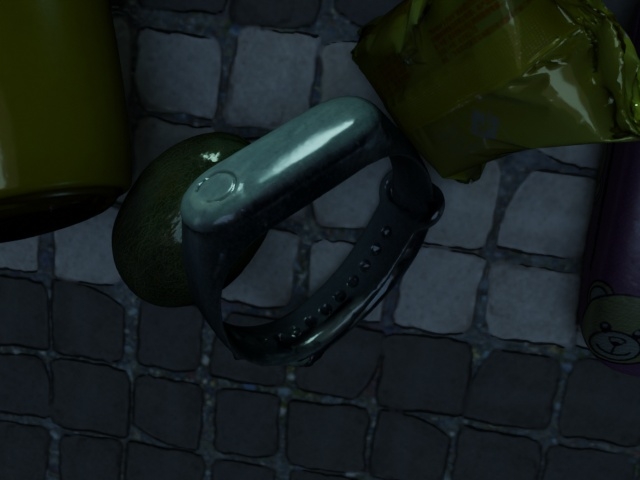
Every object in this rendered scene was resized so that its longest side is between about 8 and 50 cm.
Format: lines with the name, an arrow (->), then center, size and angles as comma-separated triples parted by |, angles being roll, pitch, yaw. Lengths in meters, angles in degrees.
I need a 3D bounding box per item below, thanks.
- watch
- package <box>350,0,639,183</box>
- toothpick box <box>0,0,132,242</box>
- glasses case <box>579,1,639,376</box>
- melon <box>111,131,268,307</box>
watch -> 0.000, 0.000, 0.418 | 0.206, 0.068, 0.193 | -36, 139, -11
package -> 0.101, -0.114, 0.360 | 0.090, 0.226, 0.168 | -41, 100, -15
toothpick box -> -0.230, -0.139, 0.386 | 0.175, 0.175, 0.271 | -14, 91, 11
glasses case -> 0.277, -0.043, 0.414 | 0.123, 0.076, 0.316 | 5, 105, 5
melon -> -0.105, -0.012, 0.455 | 0.114, 0.114, 0.167 | 37, 104, -2
